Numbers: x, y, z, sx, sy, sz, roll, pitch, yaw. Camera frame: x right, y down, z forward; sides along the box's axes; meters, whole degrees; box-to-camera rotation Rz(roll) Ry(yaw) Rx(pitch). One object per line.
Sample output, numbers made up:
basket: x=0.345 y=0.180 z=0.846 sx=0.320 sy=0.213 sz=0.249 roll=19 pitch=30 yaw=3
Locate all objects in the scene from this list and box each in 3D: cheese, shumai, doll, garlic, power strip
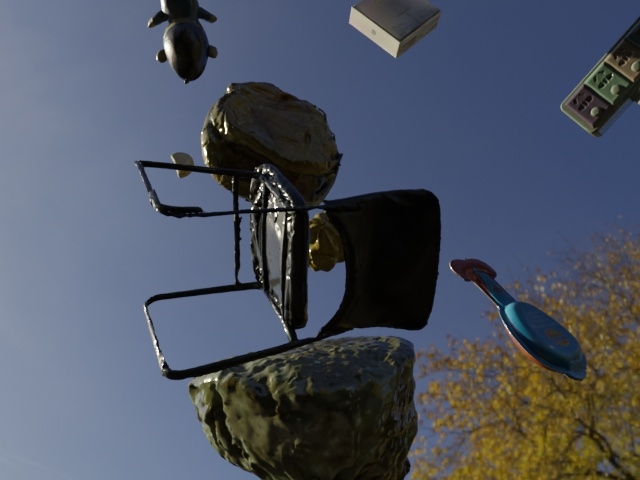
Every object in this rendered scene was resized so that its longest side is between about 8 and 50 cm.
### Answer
cheese: x=0.272 y=0.102 z=0.984 sx=0.106 sy=0.256 sz=0.037 roll=1 pitch=-55 yaw=-37
shumai: x=0.008 y=0.274 z=0.891 sx=0.292 sy=0.288 sz=0.330 roll=-5 pitch=-4 yaw=-28
doll: x=-0.203 y=-0.314 z=1.049 sx=0.102 sy=0.179 sz=0.089 roll=-6 pitch=-12 yaw=-5
garlic: x=-0.349 y=-0.195 z=1.812 sx=0.053 sy=0.083 sz=0.041 roll=-21 pitch=-37 yaw=-16
power strip: x=0.541 y=-0.266 z=1.225 sx=0.061 sy=0.145 sz=0.215 roll=9 pitch=-53 yaw=-51

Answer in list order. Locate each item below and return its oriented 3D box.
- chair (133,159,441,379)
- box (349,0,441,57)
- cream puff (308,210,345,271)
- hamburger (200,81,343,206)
chair: x=-0.030 y=0.008 z=0.585 sx=0.221 sy=0.145 sz=0.140 roll=-6 pitch=-67 yaw=-18
box: x=0.150 y=-0.450 z=1.430 sx=0.129 sy=0.130 sz=0.051 roll=41 pitch=-25 yaw=17
cream puff: x=0.000 y=-0.001 z=1.781 sx=0.156 sy=0.121 sz=0.156 roll=3 pitch=-50 yaw=3
hamburger: x=-0.091 y=-0.174 z=1.343 sx=0.266 sy=0.285 sz=0.134 roll=21 pitch=-56 yaw=-3
